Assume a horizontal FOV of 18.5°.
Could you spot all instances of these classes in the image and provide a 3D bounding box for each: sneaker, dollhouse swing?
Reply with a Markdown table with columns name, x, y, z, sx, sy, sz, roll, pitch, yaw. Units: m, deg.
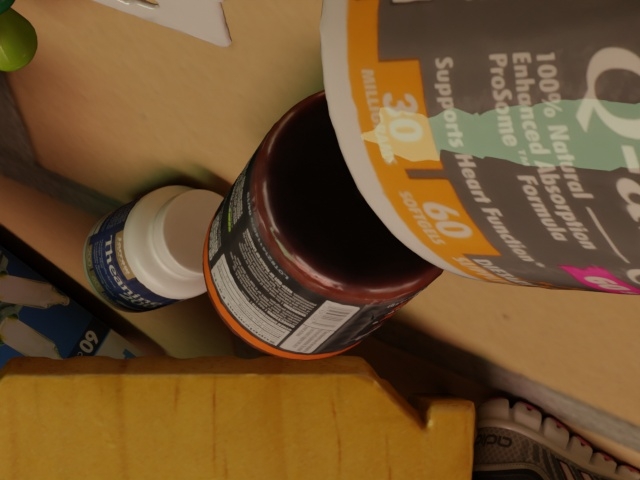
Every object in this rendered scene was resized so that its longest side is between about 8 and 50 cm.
| name | x | y | z | sx | sy | sz | roll | pitch | yaw |
| --- | --- | --- | --- | --- | --- | --- | --- | --- | --- |
| sneaker | 0.159 | 0.170 | 1.237 | 0.170 | 0.075 | 0.063 | 33 | 159 | -16 |
| dollhouse swing | -0.093 | 0.167 | 1.333 | 0.346 | 0.315 | 0.305 | 0 | -158 | -4 |

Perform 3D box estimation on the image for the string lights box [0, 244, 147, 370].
| name | x | y | z | sx | sy | sz | roll | pitch | yaw |
| --- | --- | --- | --- | --- | --- | --- | --- | --- | --- |
| string lights box | -0.264 | 0.064 | 1.416 | 0.259 | 0.133 | 0.076 | 40 | 165 | -33 |

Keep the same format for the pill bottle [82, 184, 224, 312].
| name | x | y | z | sx | sy | sz | roll | pitch | yaw |
| --- | --- | --- | --- | --- | --- | --- | --- | --- | --- |
| pill bottle | -0.092 | 0.004 | 1.158 | 0.067 | 0.067 | 0.120 | 33 | 159 | -17 |

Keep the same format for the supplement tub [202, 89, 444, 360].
| name | x | y | z | sx | sy | sz | roll | pitch | yaw |
| --- | --- | --- | --- | --- | --- | --- | --- | --- | --- |
| supplement tub | 0.000 | 0.000 | 0.980 | 0.106 | 0.106 | 0.198 | 29 | 161 | -5 |

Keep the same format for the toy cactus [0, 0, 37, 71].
| name | x | y | z | sx | sy | sz | roll | pitch | yaw |
| --- | --- | --- | --- | --- | --- | --- | --- | --- | --- |
| toy cactus | -0.188 | -0.150 | 0.895 | 0.180 | 0.112 | 0.219 | -17 | 133 | 36 |

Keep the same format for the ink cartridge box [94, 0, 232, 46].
| name | x | y | z | sx | sy | sz | roll | pitch | yaw |
| --- | --- | --- | --- | --- | --- | --- | --- | --- | --- |
| ink cartridge box | -0.077 | -0.157 | 0.754 | 0.104 | 0.060 | 0.180 | 21 | 159 | 14 |

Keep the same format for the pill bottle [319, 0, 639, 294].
| name | x | y | z | sx | sy | sz | roll | pitch | yaw |
| --- | --- | --- | --- | --- | --- | --- | --- | --- | --- |
| pill bottle | 0.143 | -0.061 | 0.565 | 0.278 | 0.162 | 0.162 | 3 | 149 | 49 |
